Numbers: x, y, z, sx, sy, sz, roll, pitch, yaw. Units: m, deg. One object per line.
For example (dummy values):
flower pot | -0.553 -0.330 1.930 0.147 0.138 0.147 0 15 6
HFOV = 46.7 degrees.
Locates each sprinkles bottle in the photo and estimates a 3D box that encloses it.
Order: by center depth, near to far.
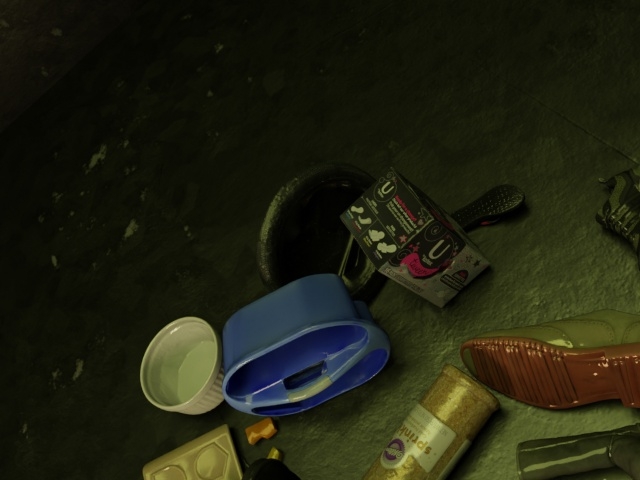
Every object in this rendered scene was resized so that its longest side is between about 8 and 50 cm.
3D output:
sprinkles bottle | 0.163 0.389 1.291 0.121 0.121 0.355 33 83 39

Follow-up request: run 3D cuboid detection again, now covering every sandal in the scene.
sandal | 0.337 -0.059 1.506 0.179 0.040 0.067 -27 45 33

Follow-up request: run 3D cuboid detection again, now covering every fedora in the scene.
fedora | 0.000 0.000 1.569 0.334 0.334 0.152 -57 18 -9

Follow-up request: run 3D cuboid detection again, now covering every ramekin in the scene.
ramekin | -0.281 0.283 1.627 0.207 0.109 0.207 -15 56 24

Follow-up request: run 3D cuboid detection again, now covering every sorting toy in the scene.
sorting toy | -0.206 0.497 1.508 0.307 0.041 0.229 -28 55 7

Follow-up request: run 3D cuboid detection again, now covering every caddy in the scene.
caddy | -0.032 0.222 1.431 0.341 0.241 0.179 -28 46 15

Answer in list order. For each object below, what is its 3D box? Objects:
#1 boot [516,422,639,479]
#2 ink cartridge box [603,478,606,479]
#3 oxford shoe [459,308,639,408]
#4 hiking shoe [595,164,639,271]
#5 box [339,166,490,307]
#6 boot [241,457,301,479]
boot | 0.409 0.341 1.148 0.208 0.189 0.076 -10 88 18
ink cartridge box | 0.455 0.403 1.152 0.028 0.048 0.083 -43 51 3
oxford shoe | 0.436 0.193 1.262 0.396 0.141 0.146 0 32 36
hiking shoe | 0.560 -0.029 1.333 0.114 0.086 0.227 -19 48 37
box | 0.186 -0.001 1.409 0.142 0.247 0.163 -45 49 14
boot | 0.038 0.489 1.140 0.260 0.348 0.131 -16 10 36
